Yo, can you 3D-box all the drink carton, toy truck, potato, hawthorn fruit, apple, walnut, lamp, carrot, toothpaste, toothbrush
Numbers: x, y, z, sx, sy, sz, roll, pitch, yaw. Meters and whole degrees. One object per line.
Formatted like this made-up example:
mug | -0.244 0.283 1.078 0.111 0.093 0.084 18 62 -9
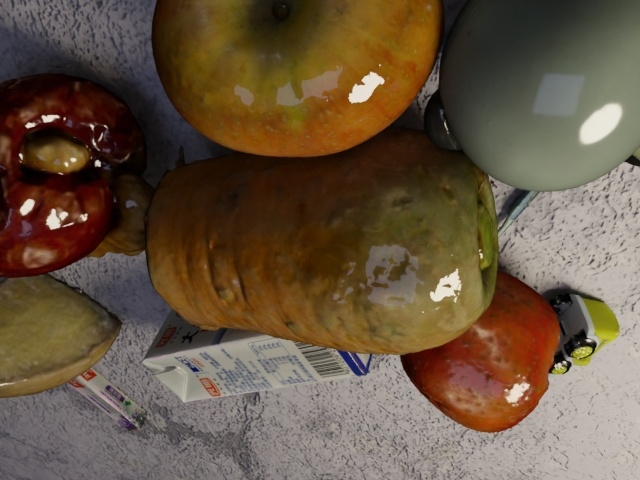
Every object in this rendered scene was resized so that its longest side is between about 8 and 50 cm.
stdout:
drink carton | -0.079 0.123 0.903 0.315 0.130 0.106 -17 122 31
toy truck | 0.300 0.118 0.805 0.077 0.076 0.111 8 138 -17
potato | -0.471 0.190 1.028 0.189 0.264 0.211 43 126 -8
hawthorn fruit | 0.163 0.112 0.772 0.200 0.179 0.179 27 135 -4
apple | -0.016 -0.169 0.564 0.235 0.173 0.210 17 93 17
walnut | -0.315 -0.056 0.785 0.244 0.221 0.269 26 154 -34
lamp | 0.214 -0.127 0.539 0.244 0.197 0.197 9 138 -19
carrot | 0.000 0.000 0.690 0.341 0.224 0.224 -2 131 24
toothpaste | -0.400 0.274 1.227 0.047 0.040 0.196 -25 119 34
toothbrush | 0.212 -0.042 0.722 0.019 0.016 0.219 32 136 1
